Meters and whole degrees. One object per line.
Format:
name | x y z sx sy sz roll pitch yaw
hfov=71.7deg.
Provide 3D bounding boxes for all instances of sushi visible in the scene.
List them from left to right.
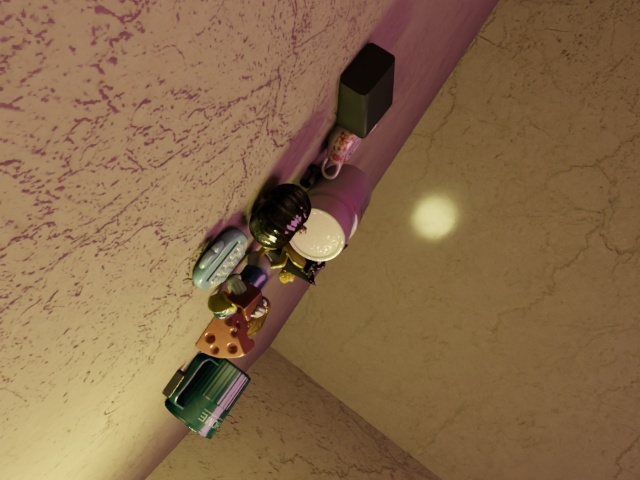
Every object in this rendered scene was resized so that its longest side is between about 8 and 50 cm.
sushi | -0.080 0.012 1.693 0.212 0.216 0.227 -56 153 -15

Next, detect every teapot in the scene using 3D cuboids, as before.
teapot | 0.078 -0.314 1.457 0.245 0.116 0.159 -59 -176 15

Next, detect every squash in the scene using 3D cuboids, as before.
squash | -0.111 -0.068 1.241 0.193 0.155 0.193 -31 -179 1

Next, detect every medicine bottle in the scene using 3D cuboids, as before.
medicine bottle | 0.039 -0.106 1.532 0.219 0.219 0.388 -59 -179 34

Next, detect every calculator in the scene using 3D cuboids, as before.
calculator | -0.270 0.052 1.211 0.188 0.042 0.302 -52 172 -9

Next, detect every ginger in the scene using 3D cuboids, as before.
ginger | -0.322 0.337 1.881 0.218 0.123 0.270 -59 162 12

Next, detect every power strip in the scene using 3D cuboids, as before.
power strip | -0.551 0.540 1.674 0.111 0.038 0.029 -54 174 6

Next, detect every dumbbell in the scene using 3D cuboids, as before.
dumbbell | -0.034 -0.214 1.475 0.083 0.036 0.040 -56 170 16

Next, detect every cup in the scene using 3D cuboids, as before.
cup | -0.487 0.622 1.873 0.292 0.308 0.242 -52 -156 -20

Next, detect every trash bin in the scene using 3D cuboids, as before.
trash bin | 0.129 -0.429 1.277 0.165 0.115 0.225 -52 168 -8

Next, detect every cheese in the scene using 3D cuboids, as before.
cheese | -0.333 0.363 1.680 0.202 0.177 0.128 -55 172 7

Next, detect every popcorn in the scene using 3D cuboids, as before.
popcorn | -0.171 0.169 2.238 0.084 0.084 0.084 -53 172 -10

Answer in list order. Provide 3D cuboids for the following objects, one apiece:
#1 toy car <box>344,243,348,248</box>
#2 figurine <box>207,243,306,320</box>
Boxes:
toy car | 0.000 0.000 2.212 0.198 0.204 0.248 -32 179 22
figurine | -0.232 0.168 1.431 0.338 0.205 0.283 -43 -156 24
